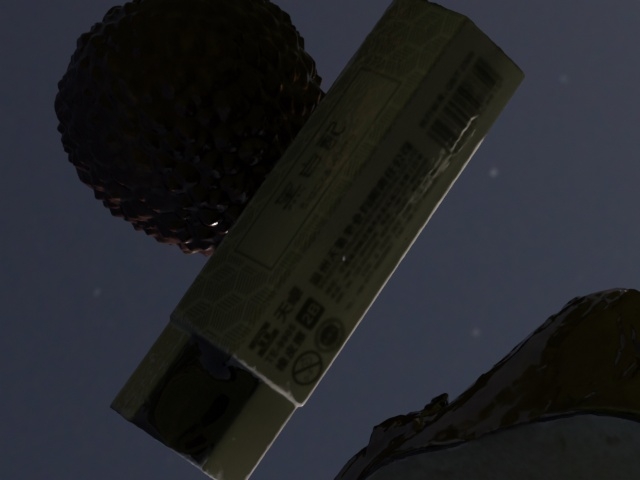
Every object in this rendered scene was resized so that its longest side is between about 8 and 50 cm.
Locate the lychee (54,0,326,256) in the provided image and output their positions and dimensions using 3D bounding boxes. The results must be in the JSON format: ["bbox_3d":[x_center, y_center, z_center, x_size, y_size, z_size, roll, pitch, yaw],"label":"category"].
[{"bbox_3d":[-0.103,-0.106,1.727,0.271,0.236,0.236,50,-145,10],"label":"lychee"}]

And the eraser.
[{"bbox_3d":[0.000,0.000,1.554,0.098,0.404,0.096,40,173,-40],"label":"eraser"}]

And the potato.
[{"bbox_3d":[0.161,0.159,1.139,0.246,0.300,0.196,61,-145,-9],"label":"potato"}]
